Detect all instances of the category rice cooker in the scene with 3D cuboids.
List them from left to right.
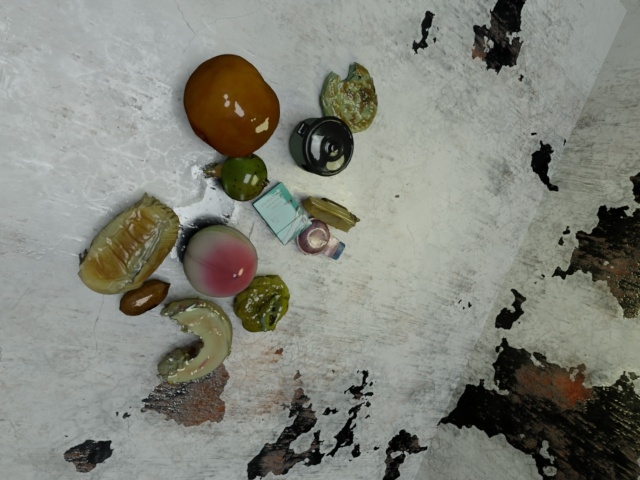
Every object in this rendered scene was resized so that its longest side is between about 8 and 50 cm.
[{"bbox_3d":[0.006,-0.394,1.716,0.280,0.227,0.241,33,88,-33],"label":"rice cooker"}]

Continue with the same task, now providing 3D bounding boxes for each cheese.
[{"bbox_3d":[0.000,0.000,1.926,0.285,0.074,0.189,29,91,-32],"label":"cheese"}]

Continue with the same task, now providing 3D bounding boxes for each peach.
[{"bbox_3d":[-0.321,-0.466,1.459,0.302,0.342,0.343,-47,121,-5],"label":"peach"}]

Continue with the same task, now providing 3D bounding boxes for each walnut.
[{"bbox_3d":[-0.681,0.220,1.608,0.207,0.115,0.116,-33,119,-24],"label":"walnut"}]

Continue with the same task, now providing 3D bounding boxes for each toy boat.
[{"bbox_3d":[0.052,-0.130,1.896,0.310,0.116,0.089,23,136,-29],"label":"toy boat"}]

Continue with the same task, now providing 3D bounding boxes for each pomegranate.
[{"bbox_3d":[-0.327,-0.245,1.606,0.245,0.198,0.199,-9,110,-18],"label":"pomegranate"}]

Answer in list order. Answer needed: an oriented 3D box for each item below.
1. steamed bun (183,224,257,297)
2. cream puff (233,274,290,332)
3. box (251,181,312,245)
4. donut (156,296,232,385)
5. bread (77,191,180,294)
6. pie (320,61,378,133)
[{"bbox_3d":[-0.381,0.093,1.623,0.309,0.309,0.310,-9,110,-26],"label":"steamed bun"},{"bbox_3d":[-0.247,0.287,1.819,0.281,0.185,0.282,-7,108,-23],"label":"cream puff"},{"bbox_3d":[-0.165,-0.116,1.791,0.162,0.041,0.229,-39,107,-11],"label":"box"},{"bbox_3d":[-0.523,0.406,1.722,0.306,0.150,0.372,0,106,-29],"label":"donut"},{"bbox_3d":[-0.687,0.028,1.512,0.388,0.183,0.236,-45,102,-3],"label":"bread"},{"bbox_3d":[0.133,-0.615,1.813,0.302,0.066,0.303,-9,108,-28],"label":"pie"}]
